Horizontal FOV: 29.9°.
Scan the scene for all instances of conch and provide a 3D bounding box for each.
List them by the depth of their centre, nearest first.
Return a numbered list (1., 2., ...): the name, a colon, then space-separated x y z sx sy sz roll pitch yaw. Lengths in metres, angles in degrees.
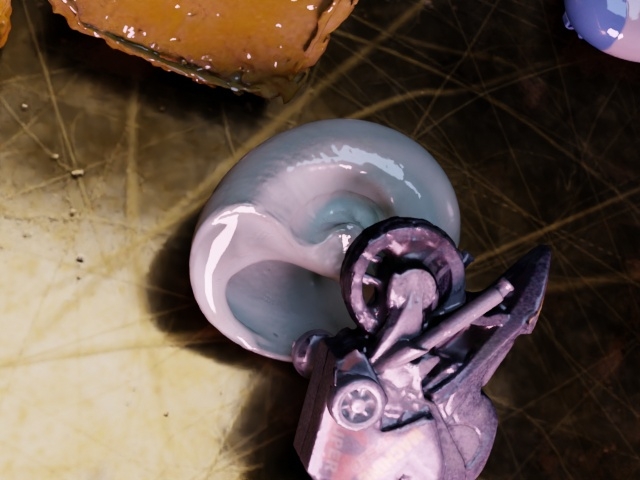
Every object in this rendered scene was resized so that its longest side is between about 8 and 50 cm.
1. conch: 0.000 0.000 0.925 0.221 0.121 0.185 -4 90 -20

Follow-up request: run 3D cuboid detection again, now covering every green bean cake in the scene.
1. green bean cake: -0.071 -0.237 0.906 0.230 0.224 0.131 20 42 -17

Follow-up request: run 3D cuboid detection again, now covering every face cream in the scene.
1. face cream: 0.351 -0.231 1.152 0.264 0.083 0.149 -6 64 -23

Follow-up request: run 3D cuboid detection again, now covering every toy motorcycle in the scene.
1. toy motorcycle: 0.065 0.134 0.886 0.173 0.108 0.307 13 102 -18

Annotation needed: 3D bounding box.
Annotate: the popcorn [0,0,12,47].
1. popcorn: -0.299 -0.190 0.838 0.163 0.140 0.194 51 31 6
